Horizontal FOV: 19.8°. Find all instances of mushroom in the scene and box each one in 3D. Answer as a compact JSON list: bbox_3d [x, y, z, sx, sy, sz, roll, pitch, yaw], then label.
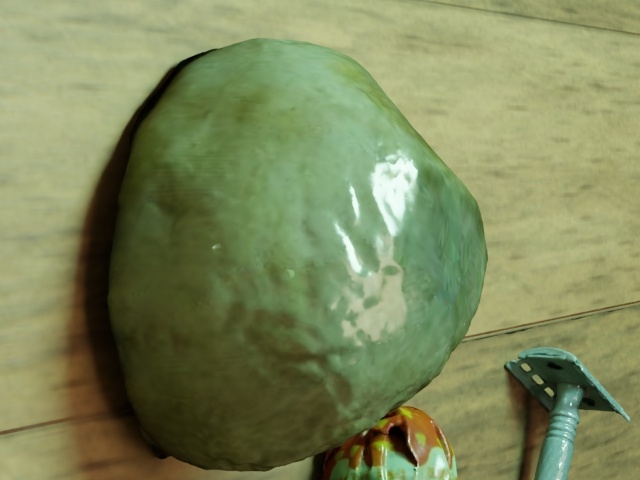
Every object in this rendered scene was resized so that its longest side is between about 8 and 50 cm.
[{"bbox_3d":[-0.001,-0.008,1.027,0.267,0.164,0.189,-50,129,-51],"label":"mushroom"}]

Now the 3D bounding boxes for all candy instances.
[{"bbox_3d":[0.027,0.053,1.180,0.084,0.078,0.287,3,73,-40],"label":"candy"}]

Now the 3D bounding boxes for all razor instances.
[{"bbox_3d":[0.167,0.207,1.404,0.106,0.068,0.232,44,56,-47],"label":"razor"}]
